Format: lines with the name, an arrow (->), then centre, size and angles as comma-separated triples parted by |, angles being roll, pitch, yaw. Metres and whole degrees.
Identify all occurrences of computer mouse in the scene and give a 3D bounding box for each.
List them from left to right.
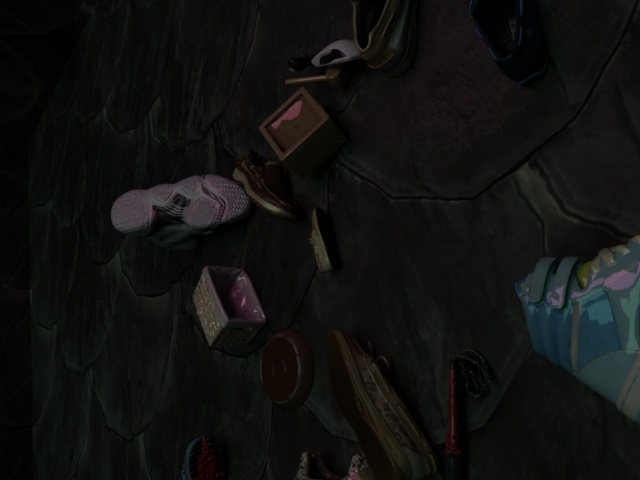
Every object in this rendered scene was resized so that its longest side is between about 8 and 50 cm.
computer mouse -> 0.021, -0.375, 1.058 | 0.192, 0.106, 0.042 | 11, 117, 50

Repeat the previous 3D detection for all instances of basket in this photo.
basket -> -0.214, 0.154, 1.206 | 0.103, 0.113, 0.167 | -54, 47, 28

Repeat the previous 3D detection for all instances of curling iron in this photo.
curling iron -> 0.208, 0.299, 0.773 | 0.068, 0.035, 0.274 | 4, 85, 48

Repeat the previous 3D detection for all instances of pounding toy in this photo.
pounding toy -> -0.017, -0.261, 1.095 | 0.206, 0.094, 0.181 | -41, 51, 8

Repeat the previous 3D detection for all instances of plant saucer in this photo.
plant saucer -> -0.079, 0.267, 1.099 | 0.168, 0.029, 0.169 | -13, 73, 47

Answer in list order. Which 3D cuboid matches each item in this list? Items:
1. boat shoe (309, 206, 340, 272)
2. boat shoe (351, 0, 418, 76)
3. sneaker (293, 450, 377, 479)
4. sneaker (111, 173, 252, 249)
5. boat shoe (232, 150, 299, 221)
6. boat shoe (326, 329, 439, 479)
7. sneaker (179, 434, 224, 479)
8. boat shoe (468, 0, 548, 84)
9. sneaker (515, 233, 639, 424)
boat shoe -> 0.000, 0.000, 1.049 | 0.045, 0.050, 0.136 | -29, 62, 34
boat shoe -> 0.118, -0.463, 0.972 | 0.113, 0.103, 0.303 | -13, 73, 45
sneaker -> 0.070, 0.433, 0.826 | 0.410, 0.158, 0.182 | -5, 69, 44
sneaker -> -0.329, -0.066, 1.365 | 0.365, 0.210, 0.138 | -6, 76, 11
boat shoe -> -0.119, -0.134, 1.176 | 0.257, 0.095, 0.095 | 41, 106, 44
boat shoe -> 0.091, 0.271, 0.883 | 0.105, 0.089, 0.285 | 105, 147, -44
sneaker -> -0.275, 0.589, 1.219 | 0.125, 0.104, 0.262 | -25, 59, 61
boat shoe -> 0.275, -0.362, 0.792 | 0.109, 0.088, 0.259 | -37, 57, 37
sneaker -> 0.346, 0.026, 0.612 | 0.208, 0.127, 0.319 | 28, 102, 45
